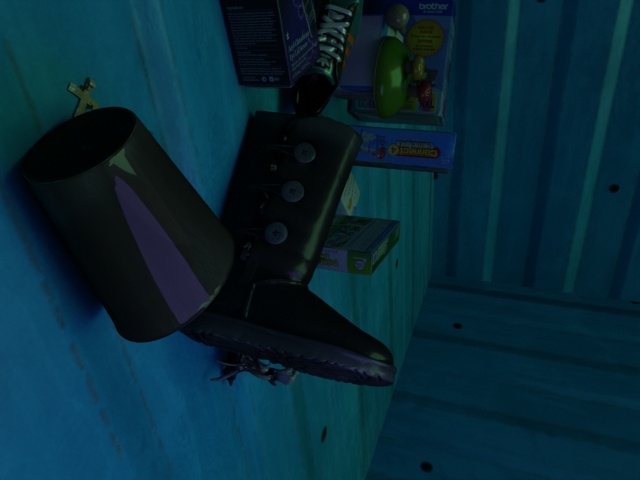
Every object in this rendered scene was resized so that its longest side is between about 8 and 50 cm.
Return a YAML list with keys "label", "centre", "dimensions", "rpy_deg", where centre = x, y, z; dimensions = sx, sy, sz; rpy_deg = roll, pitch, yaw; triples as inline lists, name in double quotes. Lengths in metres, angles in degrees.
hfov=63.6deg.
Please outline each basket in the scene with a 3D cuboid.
- label: "basket"
  centre: [-0.221, -0.025, 0.609]
  dimensions: [0.204, 0.154, 0.227]
  rpy_deg: [-64, 149, -34]

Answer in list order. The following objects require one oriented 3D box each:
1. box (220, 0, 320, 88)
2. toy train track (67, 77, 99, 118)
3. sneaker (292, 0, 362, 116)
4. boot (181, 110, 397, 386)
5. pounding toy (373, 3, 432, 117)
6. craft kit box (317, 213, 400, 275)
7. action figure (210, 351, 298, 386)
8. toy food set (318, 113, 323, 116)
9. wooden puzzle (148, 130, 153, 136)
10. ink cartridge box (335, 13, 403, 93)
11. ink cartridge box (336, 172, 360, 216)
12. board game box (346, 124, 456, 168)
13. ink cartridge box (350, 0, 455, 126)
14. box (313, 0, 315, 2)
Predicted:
- label: "box"
  centre: [-0.086, -0.395, 0.903]
  dimensions: [0.153, 0.108, 0.207]
  rpy_deg: [-61, 151, -44]
- label: "toy train track"
  centre: [-0.276, -0.151, 0.601]
  dimensions: [0.048, 0.014, 0.083]
  rpy_deg: [44, 56, -65]
- label: "sneaker"
  centre: [0.016, -0.385, 1.050]
  dimensions: [0.121, 0.108, 0.302]
  rpy_deg: [-91, -163, -60]
- label: "boot"
  centre: [-0.002, -0.001, 0.926]
  dimensions: [0.146, 0.366, 0.445]
  rpy_deg: [109, -3, -66]
- label: "pounding toy"
  centre: [0.202, -0.397, 1.184]
  dimensions: [0.183, 0.110, 0.237]
  rpy_deg: [-7, 106, -69]
- label: "craft kit box"
  centre: [0.030, -0.003, 1.150]
  dimensions: [0.250, 0.246, 0.061]
  rpy_deg: [-37, 134, -62]
- label: "action figure"
  centre: [-0.100, 0.195, 1.020]
  dimensions: [0.276, 0.140, 0.164]
  rpy_deg: [-48, 152, -60]
- label: "toy food set"
  centre: [0.006, -0.215, 1.312]
  dimensions: [0.132, 0.038, 0.192]
  rpy_deg: [53, 47, -62]
- label: "wooden puzzle"
  centre: [-0.247, -0.129, 0.699]
  dimensions: [0.083, 0.006, 0.049]
  rpy_deg: [10, 87, -70]
- label: "ink cartridge box"
  centre: [0.097, -0.447, 1.289]
  dimensions: [0.232, 0.171, 0.168]
  rpy_deg: [-21, 117, -67]
- label: "ink cartridge box"
  centre: [0.054, -0.135, 1.436]
  dimensions: [0.181, 0.061, 0.104]
  rpy_deg: [54, 46, -61]
- label: "board game box"
  centre: [0.200, -0.241, 1.390]
  dimensions: [0.308, 0.301, 0.086]
  rpy_deg: [-21, 117, -77]
- label: "ink cartridge box"
  centre: [0.250, -0.553, 1.528]
  dimensions: [0.151, 0.269, 0.396]
  rpy_deg: [5, 91, -75]
- label: "box"
  centre: [0.057, -0.598, 1.147]
  dimensions: [0.123, 0.128, 0.257]
  rpy_deg: [55, 40, -24]
